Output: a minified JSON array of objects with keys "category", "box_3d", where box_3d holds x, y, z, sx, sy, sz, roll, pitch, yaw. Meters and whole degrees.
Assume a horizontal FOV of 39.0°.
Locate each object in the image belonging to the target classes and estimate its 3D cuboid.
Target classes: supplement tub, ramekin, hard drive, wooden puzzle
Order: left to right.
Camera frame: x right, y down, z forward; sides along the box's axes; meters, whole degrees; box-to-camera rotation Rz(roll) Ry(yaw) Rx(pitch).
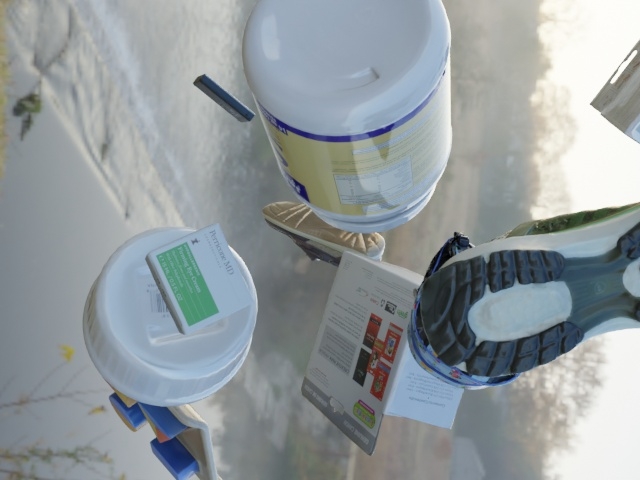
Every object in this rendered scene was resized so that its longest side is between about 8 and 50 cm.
[{"category":"wooden puzzle","box_3d":[-0.322,0.333,1.739,0.080,0.322,0.348,-38,150,-22]},{"category":"ramekin","box_3d":[-0.231,0.111,1.426,0.135,0.277,0.277,126,-25,-63]},{"category":"hard drive","box_3d":[-0.206,-0.301,1.918,0.022,0.135,0.094,-54,-162,-6]},{"category":"supplement tub","box_3d":[0.046,-0.169,1.147,0.331,0.241,0.241,72,24,-64]}]

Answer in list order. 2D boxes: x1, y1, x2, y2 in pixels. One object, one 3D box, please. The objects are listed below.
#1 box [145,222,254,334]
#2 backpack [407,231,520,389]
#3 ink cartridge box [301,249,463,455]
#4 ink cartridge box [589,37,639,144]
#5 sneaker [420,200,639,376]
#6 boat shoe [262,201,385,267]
[{"category":"box","box_3d":[-0.138,0.044,1.021,0.101,0.087,0.102,65,-14,-1]},{"category":"backpack","box_3d":[0.176,0.103,1.069,0.173,0.158,0.117,-58,176,-38]},{"category":"ink cartridge box","box_3d":[0.109,0.185,1.494,0.309,0.130,0.272,27,-81,66]},{"category":"ink cartridge box","box_3d":[0.555,-0.266,1.527,0.181,0.056,0.225,-54,-171,17]},{"category":"sneaker","box_3d":[0.299,0.012,0.930,0.182,0.410,0.158,-88,167,-73]},{"category":"boat shoe","box_3d":[0.000,0.000,1.845,0.103,0.285,0.092,-37,139,-48]}]
